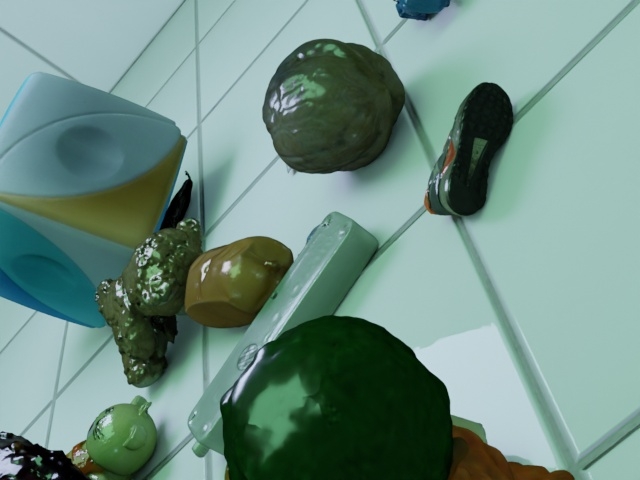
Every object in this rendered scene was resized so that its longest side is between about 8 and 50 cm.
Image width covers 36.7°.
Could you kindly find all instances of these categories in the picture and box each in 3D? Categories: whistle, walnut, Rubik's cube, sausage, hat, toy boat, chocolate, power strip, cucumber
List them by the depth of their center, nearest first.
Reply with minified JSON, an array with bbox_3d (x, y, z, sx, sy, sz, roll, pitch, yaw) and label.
[{"bbox_3d":[0.049,0.240,0.616,0.285,0.400,0.285,-24,43,25],"label":"hat"},{"bbox_3d":[-0.059,0.136,1.327,0.385,0.062,0.091,-56,26,-2],"label":"power strip"},{"bbox_3d":[-0.442,0.360,1.378,0.206,0.224,0.177,-42,61,-3],"label":"chocolate"},{"bbox_3d":[0.019,-0.201,1.446,0.224,0.224,0.224,-40,30,29],"label":"walnut"},{"bbox_3d":[-0.124,0.062,1.456,0.241,0.120,0.136,-11,49,61],"label":"sausage"},{"bbox_3d":[-0.350,0.359,1.510,0.288,0.106,0.131,-50,19,10],"label":"whistle"},{"bbox_3d":[0.160,-0.414,1.587,0.223,0.100,0.097,-91,7,-58],"label":"toy boat"},{"bbox_3d":[-0.490,-0.074,1.904,0.351,0.347,0.352,129,159,-53],"label":"Rubik's cube"},{"bbox_3d":[-0.292,-0.072,2.004,0.039,0.043,0.163,83,-155,-57],"label":"cucumber"}]

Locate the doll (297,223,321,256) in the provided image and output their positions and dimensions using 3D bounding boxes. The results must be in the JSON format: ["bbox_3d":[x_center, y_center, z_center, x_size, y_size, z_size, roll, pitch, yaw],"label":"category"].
[{"bbox_3d":[-0.001,-0.001,1.418,0.057,0.039,0.114,-20,-22,-51],"label":"doll"}]

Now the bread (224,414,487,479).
[{"bbox_3d":[0.011,0.241,0.932,0.314,0.192,0.171,-28,36,44],"label":"bread"}]

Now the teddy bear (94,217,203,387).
[{"bbox_3d":[-0.273,0.082,1.626,0.256,0.156,0.267,-41,27,42],"label":"teddy bear"}]

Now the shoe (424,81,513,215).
[{"bbox_3d":[0.179,-0.113,1.210,0.077,0.074,0.195,-21,44,57],"label":"shoe"}]

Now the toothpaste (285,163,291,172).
[{"bbox_3d":[-0.058,-0.181,1.740,0.048,0.031,0.190,-44,31,15],"label":"toothpaste"}]
